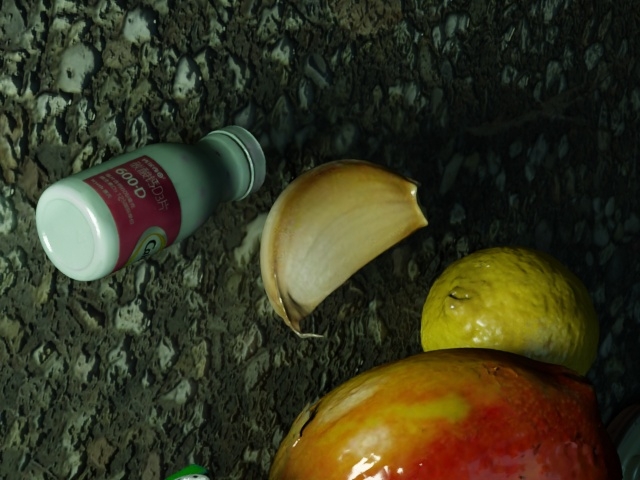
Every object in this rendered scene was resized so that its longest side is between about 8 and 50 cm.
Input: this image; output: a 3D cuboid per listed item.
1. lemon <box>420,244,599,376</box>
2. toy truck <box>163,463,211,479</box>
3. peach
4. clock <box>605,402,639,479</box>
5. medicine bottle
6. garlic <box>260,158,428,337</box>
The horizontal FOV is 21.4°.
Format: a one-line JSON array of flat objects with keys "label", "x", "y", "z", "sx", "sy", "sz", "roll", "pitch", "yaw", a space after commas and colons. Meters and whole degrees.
[{"label": "lemon", "x": 0.216, "y": 0.099, "z": 1.907, "sx": 0.256, "sy": 0.188, "sz": 0.188, "roll": 15, "pitch": 90, "yaw": -47}, {"label": "toy truck", "x": -0.198, "y": 0.331, "z": 1.466, "sx": 0.363, "sy": 0.178, "sz": 0.176, "roll": -36, "pitch": 119, "yaw": -39}, {"label": "peach", "x": 0.132, "y": 0.263, "z": 1.730, "sx": 0.372, "sy": 0.290, "sz": 0.373, "roll": -2, "pitch": 100, "yaw": -14}, {"label": "clock", "x": 0.448, "y": 0.345, "z": 2.398, "sx": 0.244, "sy": 0.056, "sz": 0.244, "roll": -20, "pitch": 117, "yaw": -46}, {"label": "medicine bottle", "x": -0.142, "y": -0.039, "z": 1.480, "sx": 0.216, "sy": 0.090, "sz": 0.090, "roll": -27, "pitch": 123, "yaw": -45}, {"label": "garlic", "x": 0.001, "y": 0.006, "z": 1.670, "sx": 0.207, "sy": 0.128, "sz": 0.115, "roll": -47, "pitch": 177, "yaw": -23}]
